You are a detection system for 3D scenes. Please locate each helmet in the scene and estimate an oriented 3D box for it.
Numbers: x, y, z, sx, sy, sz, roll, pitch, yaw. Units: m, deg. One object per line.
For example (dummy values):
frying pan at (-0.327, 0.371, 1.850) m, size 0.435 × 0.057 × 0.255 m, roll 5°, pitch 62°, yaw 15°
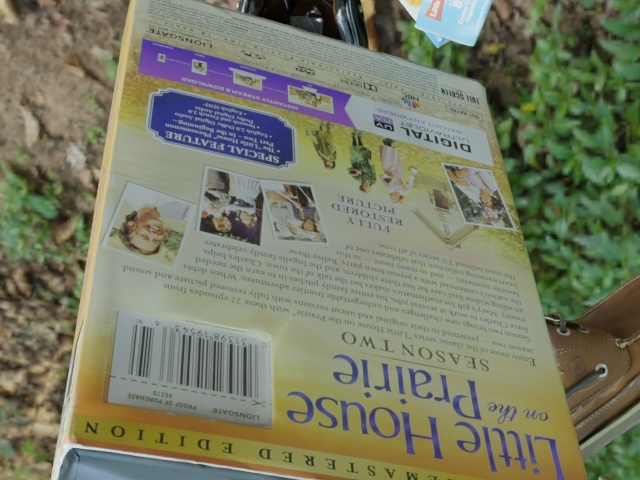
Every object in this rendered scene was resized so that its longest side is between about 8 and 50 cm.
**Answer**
helmet at (-0.023, -0.205, 1.090) m, size 0.169 × 0.161 × 0.169 m, roll 3°, pitch -176°, yaw 0°

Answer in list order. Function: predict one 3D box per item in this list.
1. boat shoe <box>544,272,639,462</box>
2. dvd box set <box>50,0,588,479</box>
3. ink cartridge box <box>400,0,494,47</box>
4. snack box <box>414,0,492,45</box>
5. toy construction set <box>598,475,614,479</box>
boat shoe at (0.205, 0.109, 0.817) m, size 0.104 × 0.307 × 0.111 m, roll 52°, pitch 158°, yaw -11°
dvd box set at (0.000, 0.000, 0.676) m, size 0.307 × 0.420 × 0.062 m, roll 12°, pitch 134°, yaw -16°
ink cartridge box at (0.134, -0.346, 1.231) m, size 0.181 × 0.061 × 0.104 m, roll 52°, pitch 141°, yaw 2°
snack box at (0.166, -0.341, 0.813) m, size 0.060 × 0.187 × 0.322 m, roll 21°, pitch 123°, yaw 4°
toy construction set at (0.323, 0.407, 0.861) m, size 0.309 × 0.237 × 0.257 m, roll 19°, pitch -161°, yaw 29°
